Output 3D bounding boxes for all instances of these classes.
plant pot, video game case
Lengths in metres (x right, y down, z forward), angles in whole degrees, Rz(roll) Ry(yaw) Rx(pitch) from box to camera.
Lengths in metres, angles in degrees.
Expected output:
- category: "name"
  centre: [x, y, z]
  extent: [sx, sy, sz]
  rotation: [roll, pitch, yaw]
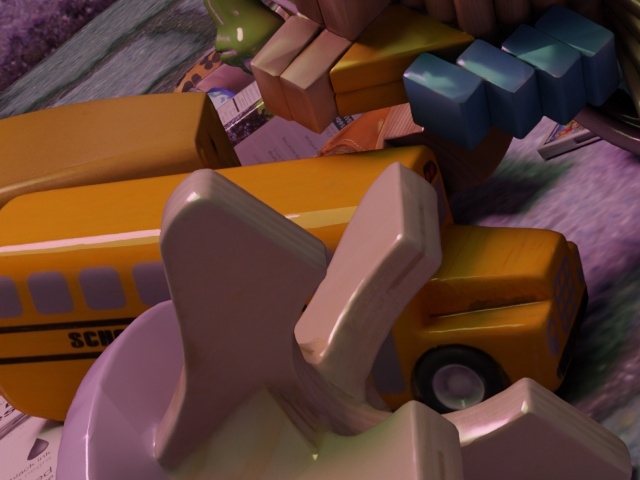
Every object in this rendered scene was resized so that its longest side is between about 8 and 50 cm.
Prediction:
- category: "plant pot"
  centre: [-0.147, -0.001, 1.370]
  extent: [0.187, 0.212, 0.212]
  rotation: [-21, 20, 9]
- category: "video game case"
  centre: [0.211, -0.100, 1.213]
  extent: [0.122, 0.011, 0.087]
  rotation: [-20, 25, 44]

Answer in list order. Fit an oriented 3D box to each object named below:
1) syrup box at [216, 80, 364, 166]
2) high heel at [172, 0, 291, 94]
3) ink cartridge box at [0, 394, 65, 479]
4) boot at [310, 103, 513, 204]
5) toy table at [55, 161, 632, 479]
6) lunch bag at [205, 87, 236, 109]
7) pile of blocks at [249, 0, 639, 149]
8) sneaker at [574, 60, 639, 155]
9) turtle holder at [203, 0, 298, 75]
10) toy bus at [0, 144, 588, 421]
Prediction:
- category: "syrup box"
  centre: [-0.072, -0.060, 1.527]
  extent: [0.237, 0.093, 0.096]
  rotation: [-37, 18, 2]
- category: "high heel"
  centre: [-0.055, -0.220, 1.897]
  extent: [0.261, 0.093, 0.186]
  rotation: [-50, 25, -9]
- category: "ink cartridge box"
  centre: [-0.199, 0.197, 1.078]
  extent: [0.198, 0.115, 0.273]
  rotation: [-37, 17, 0]
- category: "boot"
  centre: [0.000, 0.000, 1.229]
  extent: [0.283, 0.109, 0.220]
  rotation: [-56, 15, -18]
- category: "toy table"
  centre: [-0.001, 0.090, 0.806]
  extent: [0.161, 0.252, 0.274]
  rotation: [-45, 36, 27]
- category: "lunch bag"
  centre: [-0.118, -0.076, 1.659]
  extent: [0.129, 0.096, 0.151]
  rotation: [-40, 8, -11]
- category: "pile of blocks"
  centre: [0.136, -0.140, 0.939]
  extent: [0.362, 0.112, 0.149]
  rotation: [-17, 53, 2]
- category: "sneaker"
  centre: [0.241, -0.135, 1.063]
  extent: [0.295, 0.124, 0.178]
  rotation: [-9, 39, 44]
- category: "turtle holder"
  centre: [0.033, -0.276, 1.656]
  extent: [0.320, 0.227, 0.243]
  rotation: [-39, 18, -2]
- category: "toy bus"
  centre: [-0.026, 0.029, 1.003]
  extent: [0.333, 0.130, 0.108]
  rotation: [-6, 24, 22]
